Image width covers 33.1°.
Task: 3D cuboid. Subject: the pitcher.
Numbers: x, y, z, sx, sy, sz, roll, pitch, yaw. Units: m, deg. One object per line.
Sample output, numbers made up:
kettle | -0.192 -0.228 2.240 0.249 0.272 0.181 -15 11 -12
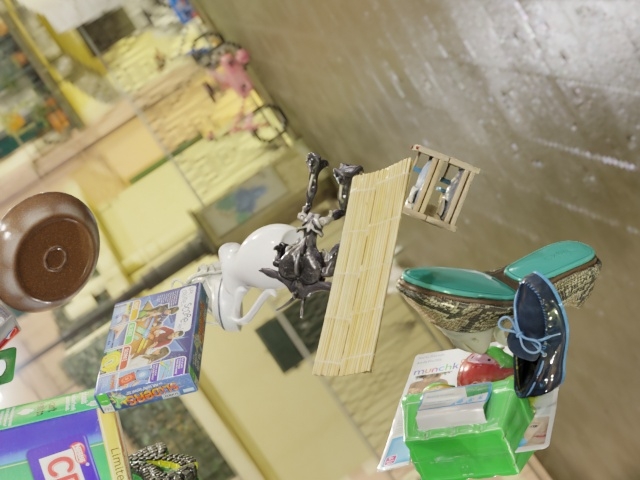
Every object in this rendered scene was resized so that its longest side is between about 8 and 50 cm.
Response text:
pitcher | -0.110 0.066 2.099 0.207 0.125 0.178 -20 68 47

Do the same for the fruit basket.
fruit basket | 0.285 0.284 2.008 0.165 0.326 0.353 63 -150 -28

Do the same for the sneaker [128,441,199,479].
sneaker | -0.349 0.530 2.299 0.343 0.134 0.146 3 113 61

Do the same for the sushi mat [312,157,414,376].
sushi mat | 0.061 0.042 1.545 0.019 0.317 0.151 20 163 -29

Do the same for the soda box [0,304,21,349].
soda box | -0.673 0.100 1.965 0.263 0.092 0.083 39 160 14

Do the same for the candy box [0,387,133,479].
candy box | -0.416 0.369 1.490 0.122 0.317 0.268 -144 43 -72

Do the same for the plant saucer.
plant saucer | -0.420 0.024 1.676 0.036 0.198 0.199 22 152 42

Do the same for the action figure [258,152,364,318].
action figure | 0.000 0.000 1.835 0.164 0.276 0.141 12 173 28

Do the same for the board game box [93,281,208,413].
board game box | -0.229 0.144 1.483 0.201 0.136 0.035 -90 -17 -56

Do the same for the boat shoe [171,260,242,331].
boat shoe | -0.254 0.116 2.410 0.367 0.156 0.136 -108 13 -74

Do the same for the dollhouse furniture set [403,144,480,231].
dollhouse furniture set | 0.205 -0.104 2.085 0.128 0.129 0.183 21 -177 -8

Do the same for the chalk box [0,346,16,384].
chalk box | -0.722 0.264 2.058 0.179 0.288 0.180 50 135 46

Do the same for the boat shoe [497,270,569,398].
boat shoe | 0.354 0.171 1.779 0.109 0.089 0.258 43 153 53

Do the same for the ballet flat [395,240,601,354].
ballet flat | 0.344 0.122 2.046 0.164 0.482 0.182 31 123 49
